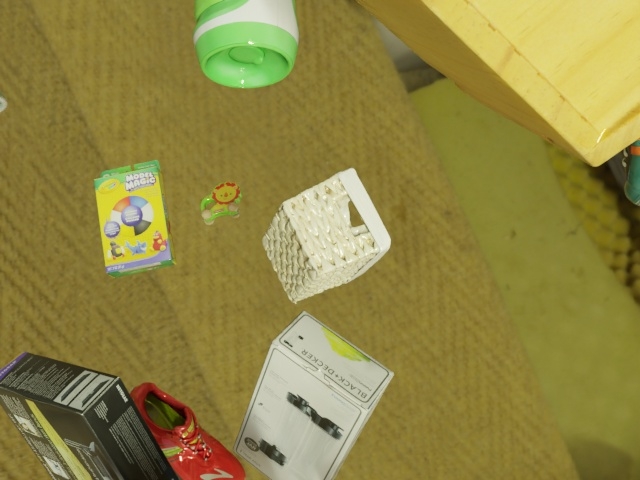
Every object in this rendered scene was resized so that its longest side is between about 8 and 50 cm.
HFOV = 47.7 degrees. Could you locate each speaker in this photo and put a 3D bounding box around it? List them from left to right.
[{"bbox_3d":[-0.093,-0.340,0.867,0.131,0.131,0.297,5,74,-29],"label":"speaker"}]

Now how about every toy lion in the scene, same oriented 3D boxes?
[{"bbox_3d":[-0.229,-0.092,1.673,0.100,0.034,0.096,-15,57,-2],"label":"toy lion"}]

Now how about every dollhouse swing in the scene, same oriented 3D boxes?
[{"bbox_3d":[0.197,-0.291,0.621,0.346,0.315,0.305,28,104,-37],"label":"dollhouse swing"}]

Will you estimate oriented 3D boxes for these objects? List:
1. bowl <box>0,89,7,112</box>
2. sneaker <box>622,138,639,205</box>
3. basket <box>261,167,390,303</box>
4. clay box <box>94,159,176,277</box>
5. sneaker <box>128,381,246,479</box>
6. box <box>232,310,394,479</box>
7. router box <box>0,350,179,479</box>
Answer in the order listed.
[{"bbox_3d":[-0.509,-0.188,0.748,0.311,0.311,0.163,-19,98,-33],"label":"bowl"},{"bbox_3d":[0.501,-0.191,1.100,0.121,0.302,0.108,25,46,24],"label":"sneaker"},{"bbox_3d":[0.000,0.000,0.915,0.103,0.167,0.113,-23,80,-21],"label":"basket"},{"bbox_3d":[-0.360,-0.050,1.399,0.127,0.053,0.222,-13,76,-1],"label":"clay box"},{"bbox_3d":[-0.250,0.369,1.334,0.279,0.118,0.107,39,50,1],"label":"sneaker"},{"bbox_3d":[-0.019,0.266,1.104,0.169,0.290,0.087,33,42,15],"label":"box"},{"bbox_3d":[-0.357,0.330,1.143,0.081,0.242,0.309,-48,132,-41],"label":"router box"}]
